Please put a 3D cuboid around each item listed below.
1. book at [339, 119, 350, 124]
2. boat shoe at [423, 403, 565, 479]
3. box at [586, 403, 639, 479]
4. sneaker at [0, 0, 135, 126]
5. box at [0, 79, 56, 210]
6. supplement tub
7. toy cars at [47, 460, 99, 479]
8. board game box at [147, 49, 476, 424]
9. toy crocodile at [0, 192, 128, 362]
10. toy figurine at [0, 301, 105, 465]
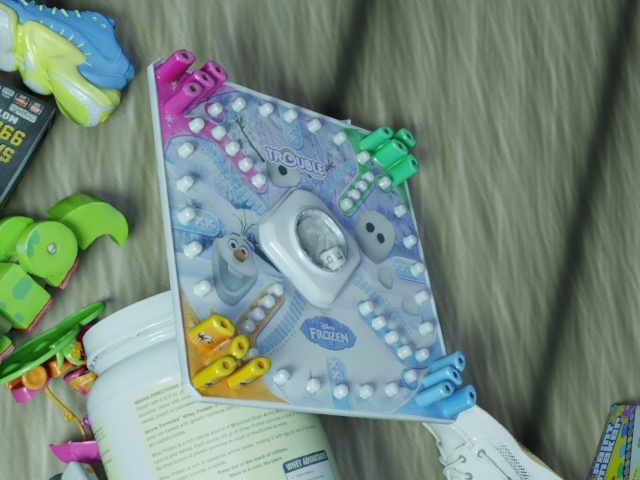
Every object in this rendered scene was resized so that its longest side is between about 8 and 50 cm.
[{"bbox_3d":[-0.027,-0.099,1.300,0.144,0.035,0.096,-8,87,-14],"label":"book"},{"bbox_3d":[0.198,0.278,1.268,0.277,0.098,0.096,39,75,-7],"label":"boat shoe"},{"bbox_3d":[0.524,0.336,1.246,0.290,0.279,0.177,25,77,-9],"label":"box"},{"bbox_3d":[-0.328,-0.247,1.231,0.240,0.091,0.126,43,57,-4],"label":"sneaker"},{"bbox_3d":[-0.451,-0.126,1.159,0.231,0.056,0.183,27,58,-9],"label":"box"},{"bbox_3d":[-0.111,0.226,1.085,0.235,0.235,0.324,-17,76,-15],"label":"supplement tub"},{"bbox_3d":[-0.273,0.441,1.115,0.087,0.176,0.393,10,78,-48],"label":"toy cars"},{"bbox_3d":[0.000,0.000,1.126,0.390,0.050,0.390,13,56,-41],"label":"board game box"},{"bbox_3d":[-0.358,0.070,1.141,0.340,0.115,0.105,-53,123,-24],"label":"toy crocodile"},{"bbox_3d":[-0.280,0.182,1.175,0.173,0.130,0.159,-41,108,-39],"label":"toy figurine"}]
